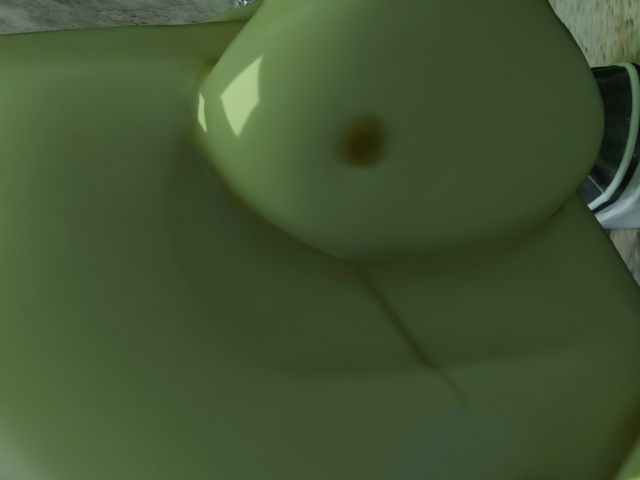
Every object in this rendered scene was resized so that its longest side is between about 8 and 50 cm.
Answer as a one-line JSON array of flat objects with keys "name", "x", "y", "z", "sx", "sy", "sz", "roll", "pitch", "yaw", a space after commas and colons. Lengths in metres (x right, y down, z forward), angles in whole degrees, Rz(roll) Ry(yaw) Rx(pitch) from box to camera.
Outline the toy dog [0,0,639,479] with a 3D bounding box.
[{"name": "toy dog", "x": 0.022, "y": 0.104, "z": 0.557, "sx": 0.284, "sy": 0.395, "sz": 0.408, "roll": -18, "pitch": 90, "yaw": 62}]

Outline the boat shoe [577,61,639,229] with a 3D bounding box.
[{"name": "boat shoe", "x": 0.101, "y": -0.050, "z": 0.961, "sx": 0.335, "sy": 0.119, "sz": 0.121, "roll": 142, "pitch": 142, "yaw": -73}]

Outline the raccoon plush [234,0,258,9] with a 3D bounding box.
[{"name": "raccoon plush", "x": 0.065, "y": -0.242, "z": 1.248, "sx": 0.299, "sy": 0.216, "sz": 0.446, "roll": -113, "pitch": 41, "yaw": -55}]
